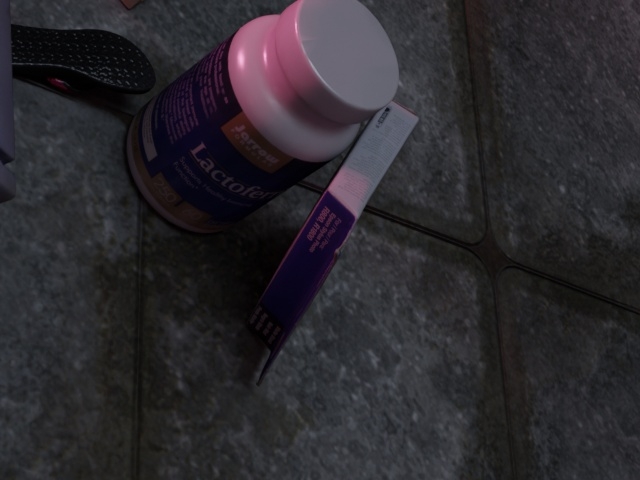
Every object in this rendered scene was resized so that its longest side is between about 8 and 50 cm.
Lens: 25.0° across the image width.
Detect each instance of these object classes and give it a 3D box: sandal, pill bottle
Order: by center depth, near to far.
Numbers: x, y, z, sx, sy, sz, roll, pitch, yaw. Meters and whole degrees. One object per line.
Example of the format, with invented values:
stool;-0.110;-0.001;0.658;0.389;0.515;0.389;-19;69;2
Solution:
pill bottle;-0.056;-0.123;1.386;0.153;0.265;0.153;22;53;-33
sandal;-0.249;-0.174;1.409;0.179;0.040;0.067;7;56;-25

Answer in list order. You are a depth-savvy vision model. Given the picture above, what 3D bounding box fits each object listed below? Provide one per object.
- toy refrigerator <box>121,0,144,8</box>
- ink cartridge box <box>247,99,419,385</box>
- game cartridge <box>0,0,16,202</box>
toy refrigerator;-0.127;-0.352;1.573;0.094;0.102;0.269;53;42;-7
ink cartridge box;0.000;0.000;1.403;0.045;0.223;0.224;31;44;0
game cartridge;-0.342;-0.230;1.249;0.230;0.068;0.355;45;34;-60
